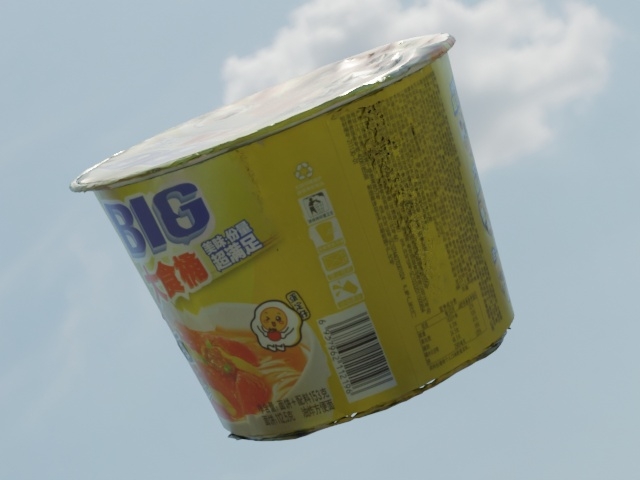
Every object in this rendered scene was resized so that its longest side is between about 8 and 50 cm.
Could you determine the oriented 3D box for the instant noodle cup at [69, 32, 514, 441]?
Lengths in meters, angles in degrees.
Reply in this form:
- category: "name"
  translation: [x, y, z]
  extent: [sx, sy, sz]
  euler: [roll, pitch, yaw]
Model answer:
- category: "instant noodle cup"
  translation: [0.000, 0.000, 0.885]
  extent: [0.205, 0.153, 0.205]
  euler: [-23, 8, 3]
